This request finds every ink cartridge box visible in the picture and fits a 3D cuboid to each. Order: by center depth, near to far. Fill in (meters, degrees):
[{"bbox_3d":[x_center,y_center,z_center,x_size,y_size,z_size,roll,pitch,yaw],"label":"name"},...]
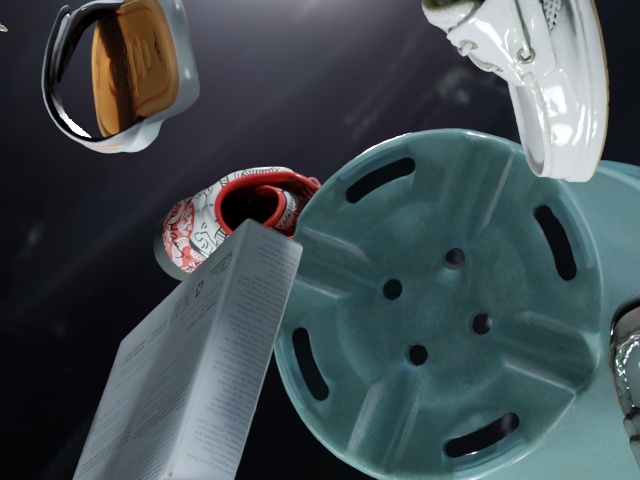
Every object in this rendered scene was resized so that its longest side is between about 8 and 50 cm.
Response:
[{"bbox_3d":[-0.099,0.125,1.088,0.223,0.045,0.224,-41,-154,56],"label":"ink cartridge box"}]

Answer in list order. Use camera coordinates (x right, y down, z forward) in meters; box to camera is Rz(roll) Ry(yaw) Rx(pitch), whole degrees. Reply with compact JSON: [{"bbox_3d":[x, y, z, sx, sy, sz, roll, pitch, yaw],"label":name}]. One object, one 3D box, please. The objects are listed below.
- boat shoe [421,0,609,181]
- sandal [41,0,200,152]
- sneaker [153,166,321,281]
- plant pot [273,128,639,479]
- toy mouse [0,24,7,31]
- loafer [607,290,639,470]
[{"bbox_3d":[0.104,-0.147,1.072,0.098,0.096,0.277,-121,-166,-56],"label":"boat shoe"},{"bbox_3d":[-0.142,-0.113,1.186,0.265,0.076,0.102,164,-85,-74],"label":"sandal"},{"bbox_3d":[-0.001,0.001,1.627,0.145,0.270,0.090,148,-54,-61],"label":"sneaker"},{"bbox_3d":[0.146,0.072,1.407,0.341,0.334,0.341,-5,-101,24],"label":"plant pot"},{"bbox_3d":[-0.239,-0.167,1.148,0.161,0.143,0.031,-25,-112,20],"label":"toy mouse"},{"bbox_3d":[0.229,0.143,0.943,0.096,0.267,0.084,-20,-154,35],"label":"loafer"}]
